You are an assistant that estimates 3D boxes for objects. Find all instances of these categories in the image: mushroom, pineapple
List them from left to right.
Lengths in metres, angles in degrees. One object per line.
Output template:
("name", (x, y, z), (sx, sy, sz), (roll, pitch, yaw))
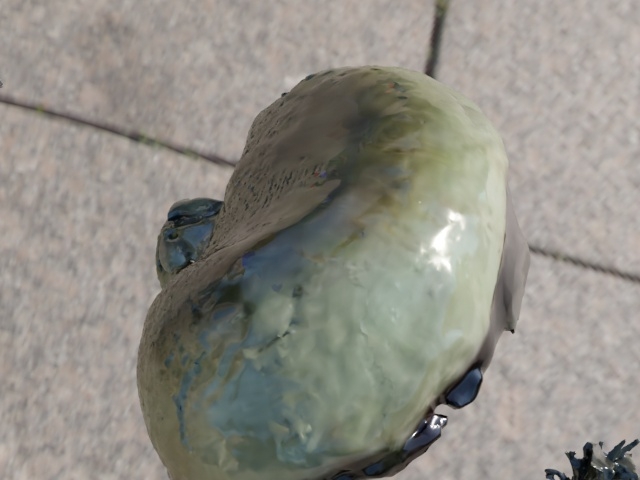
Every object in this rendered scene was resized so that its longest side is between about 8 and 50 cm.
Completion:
("mushroom", (-0.001, -0.001, 0.991), (0.248, 0.130, 0.344), (9, 39, 23))
("pineapple", (0.143, 0.165, 0.966), (0.058, 0.124, 0.058), (24, 39, -21))

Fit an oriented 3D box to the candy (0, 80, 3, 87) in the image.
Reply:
("candy", (-0.183, -0.050, 0.817), (0.030, 0.020, 0.083), (13, 68, 26))
